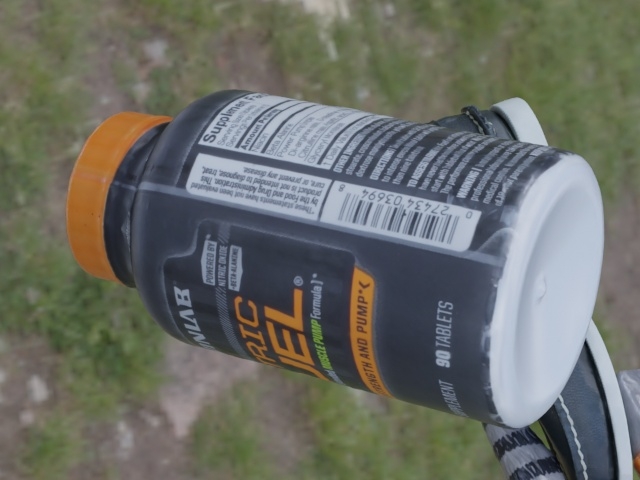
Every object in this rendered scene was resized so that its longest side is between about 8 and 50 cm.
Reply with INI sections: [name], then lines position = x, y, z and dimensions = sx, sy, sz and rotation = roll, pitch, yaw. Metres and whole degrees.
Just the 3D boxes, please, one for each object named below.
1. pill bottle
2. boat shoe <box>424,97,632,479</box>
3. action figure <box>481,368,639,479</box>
[pill bottle]
position = 0.000, 0.000, 0.855
dimensions = 0.130, 0.245, 0.130
rotation = -35, 131, -53
[boat shoe]
position = 0.138, 0.053, 1.263
dimensions = 0.114, 0.091, 0.302
rotation = 111, -37, -74
[action figure]
position = 0.153, 0.272, 1.204
dimensions = 0.178, 0.341, 0.330
rotation = 44, 22, -30
